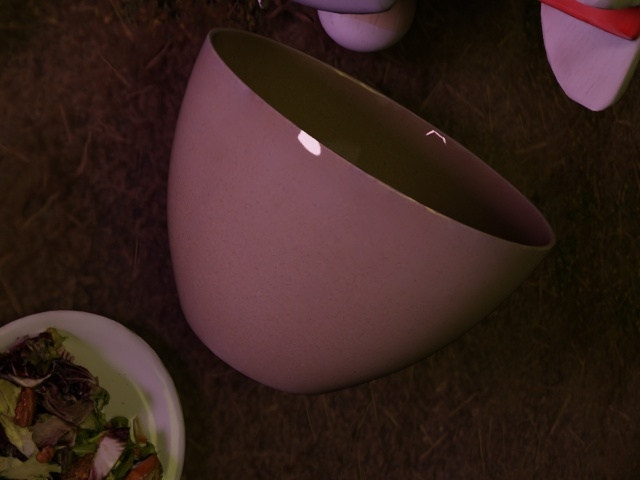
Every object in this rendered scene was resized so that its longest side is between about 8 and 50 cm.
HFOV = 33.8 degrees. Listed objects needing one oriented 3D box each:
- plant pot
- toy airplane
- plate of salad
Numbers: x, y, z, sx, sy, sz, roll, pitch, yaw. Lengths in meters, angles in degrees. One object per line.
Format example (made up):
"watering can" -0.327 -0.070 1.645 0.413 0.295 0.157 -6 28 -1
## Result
"plant pot" 0.000 0.000 0.772 0.284 0.284 0.191 19 111 -35
"toy airplane" 0.106 -0.241 0.840 0.386 0.272 0.384 25 40 -20
"plate of salad" -0.176 0.149 0.737 0.199 0.048 0.200 2 86 -37
